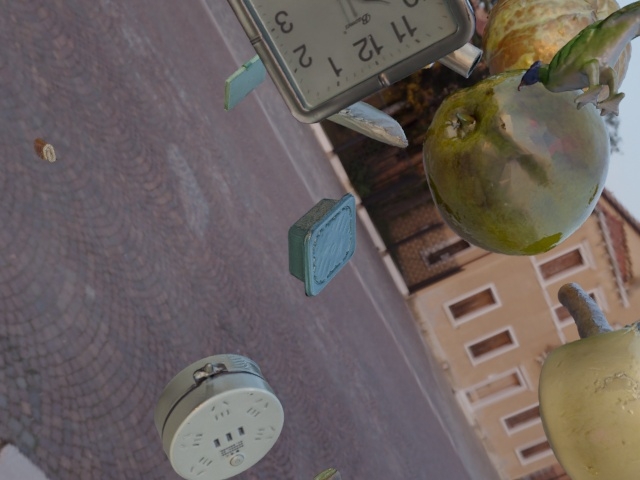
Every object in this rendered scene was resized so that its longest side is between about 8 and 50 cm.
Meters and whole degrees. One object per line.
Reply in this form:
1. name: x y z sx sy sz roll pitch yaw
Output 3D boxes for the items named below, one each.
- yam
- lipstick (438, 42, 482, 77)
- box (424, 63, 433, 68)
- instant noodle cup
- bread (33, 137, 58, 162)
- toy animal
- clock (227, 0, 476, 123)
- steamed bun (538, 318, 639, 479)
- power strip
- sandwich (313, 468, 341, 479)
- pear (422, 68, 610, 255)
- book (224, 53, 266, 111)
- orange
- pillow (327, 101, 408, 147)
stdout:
1. yam: 0.548 0.158 1.374 0.066 0.066 0.300 62 14 -12
2. lipstick: 0.258 -0.479 1.582 0.252 0.079 0.077 36 -2 10
3. box: 0.228 -0.442 1.364 0.247 0.033 0.129 -55 139 -50
4. instant noodle cup: 0.000 0.000 1.282 0.179 0.070 0.157 -43 143 -42
5. bread: -0.672 -0.220 1.627 0.083 0.036 0.047 27 -43 48
6. toy animal: 0.218 -0.135 0.477 0.217 0.041 0.075 157 -54 -67
7. clock: 0.024 -0.323 0.852 0.279 0.273 0.049 60 25 -16
8. steamed bun: 0.477 0.280 1.075 0.166 0.232 0.273 -11 85 -40
9. power strip: -0.280 0.485 1.843 0.161 0.357 0.358 46 -8 48
10. sandwich: 0.019 0.465 1.297 0.083 0.030 0.044 54 46 -39
11. pear: 0.287 -0.112 0.982 0.321 0.269 0.269 30 32 -45
12. book: -0.169 -0.365 1.511 0.017 0.135 0.103 36 -29 10
13. orange: 0.495 -0.396 1.395 0.329 0.249 0.330 12 66 -29
14. pillow: 0.036 -0.218 1.104 0.229 0.051 0.128 20 18 -21
